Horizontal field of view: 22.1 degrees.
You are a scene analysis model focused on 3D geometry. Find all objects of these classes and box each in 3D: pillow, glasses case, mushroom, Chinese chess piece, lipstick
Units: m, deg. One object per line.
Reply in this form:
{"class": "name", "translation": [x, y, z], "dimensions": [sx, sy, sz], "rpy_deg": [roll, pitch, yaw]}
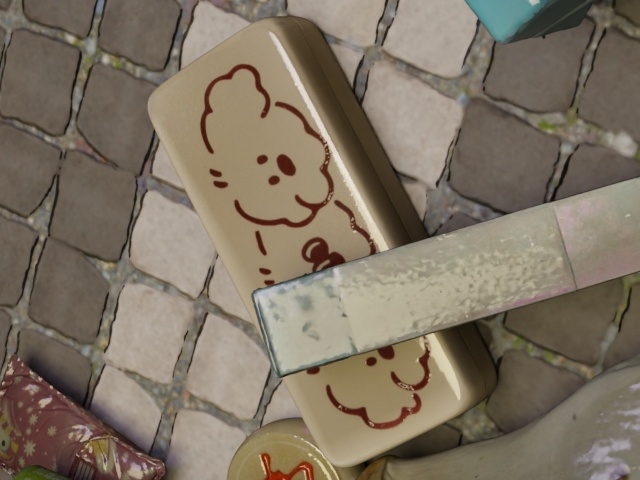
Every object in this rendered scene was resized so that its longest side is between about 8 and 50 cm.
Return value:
{"class": "pillow", "translation": [-0.217, 0.187, 1.428], "dimensions": [0.185, 0.043, 0.118], "rpy_deg": [35, 118, 21]}
{"class": "glasses case", "translation": [0.000, 0.000, 1.272], "dimensions": [0.144, 0.076, 0.336], "rpy_deg": [-31, 84, 27]}
{"class": "mushroom", "translation": [0.174, 0.175, 1.207], "dimensions": [0.329, 0.122, 0.159], "rpy_deg": [-16, 54, 26]}
{"class": "Chinese chess piece", "translation": [-0.018, 0.204, 1.327], "dimensions": [0.122, 0.051, 0.122], "rpy_deg": [5, 101, 26]}
{"class": "lipstick", "translation": [0.113, 0.021, 1.164], "dimensions": [0.317, 0.066, 0.068], "rpy_deg": [-17, 86, 6]}

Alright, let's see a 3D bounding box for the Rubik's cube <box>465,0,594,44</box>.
{"class": "Rubik's cube", "translation": [0.157, -0.276, 1.075], "dimensions": [0.265, 0.224, 0.213], "rpy_deg": [-41, 78, 31]}

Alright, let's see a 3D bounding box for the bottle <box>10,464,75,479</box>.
{"class": "bottle", "translation": [-0.111, 0.284, 1.331], "dimensions": [0.330, 0.093, 0.093], "rpy_deg": [20, 106, 17]}
